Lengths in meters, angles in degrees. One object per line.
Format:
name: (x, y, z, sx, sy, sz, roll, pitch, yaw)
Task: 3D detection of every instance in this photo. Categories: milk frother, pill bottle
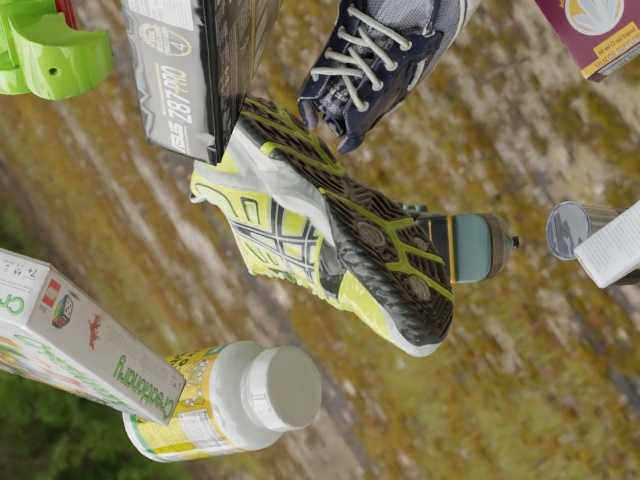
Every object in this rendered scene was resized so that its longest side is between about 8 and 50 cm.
milk frother: (0.418, -0.019, 1.968, 0.129, 0.135, 0.143, 54, 127, 39)
pill bottle: (-0.104, 0.171, 1.511, 0.208, 0.117, 0.117, -14, 109, 39)

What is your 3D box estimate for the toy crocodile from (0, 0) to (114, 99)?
toy crocodile: (-0.277, -0.224, 1.331, 0.340, 0.105, 0.115, -127, 25, -60)

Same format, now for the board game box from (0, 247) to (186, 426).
board game box: (-0.246, 0.066, 1.140, 0.193, 0.053, 0.305, 16, 164, 20)

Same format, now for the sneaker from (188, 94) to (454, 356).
sneaker: (0.000, 0.000, 1.605, 0.384, 0.145, 0.147, 48, 119, 25)

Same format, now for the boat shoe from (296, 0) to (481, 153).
boat shoe: (0.061, -0.198, 1.422, 0.127, 0.158, 0.340, 37, 165, 9)

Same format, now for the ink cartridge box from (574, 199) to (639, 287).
ink cartridge box: (0.498, -0.087, 1.681, 0.330, 0.324, 0.071, -42, 78, 34)

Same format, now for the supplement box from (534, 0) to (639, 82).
supplement box: (0.288, -0.278, 1.534, 0.188, 0.104, 0.081, 58, -160, 10)

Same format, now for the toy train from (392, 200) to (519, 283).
toy train: (0.190, 0.011, 2.122, 0.334, 0.190, 0.142, 0, -91, -74)

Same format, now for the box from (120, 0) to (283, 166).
box: (-0.091, -0.294, 1.370, 0.097, 0.318, 0.395, 19, 161, 5)
